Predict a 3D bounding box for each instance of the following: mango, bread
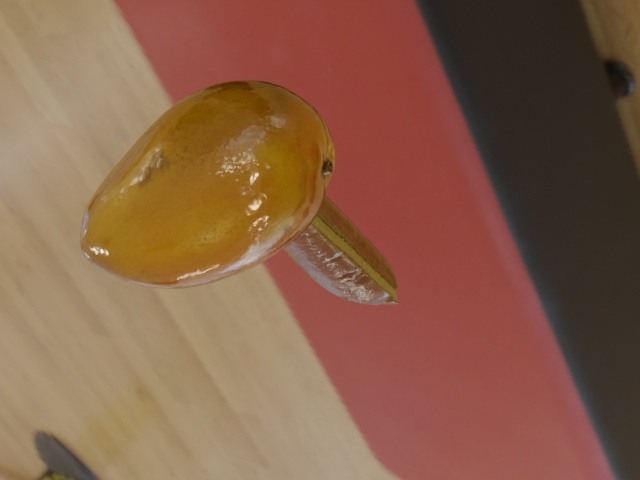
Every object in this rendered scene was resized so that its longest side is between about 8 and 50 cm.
[{"bbox_3d":[-0.092,-0.037,0.925,0.144,0.219,0.112,62,-171,16],"label":"mango"},{"bbox_3d":[0.000,0.001,1.275,0.192,0.067,0.119,45,167,-33],"label":"bread"}]
